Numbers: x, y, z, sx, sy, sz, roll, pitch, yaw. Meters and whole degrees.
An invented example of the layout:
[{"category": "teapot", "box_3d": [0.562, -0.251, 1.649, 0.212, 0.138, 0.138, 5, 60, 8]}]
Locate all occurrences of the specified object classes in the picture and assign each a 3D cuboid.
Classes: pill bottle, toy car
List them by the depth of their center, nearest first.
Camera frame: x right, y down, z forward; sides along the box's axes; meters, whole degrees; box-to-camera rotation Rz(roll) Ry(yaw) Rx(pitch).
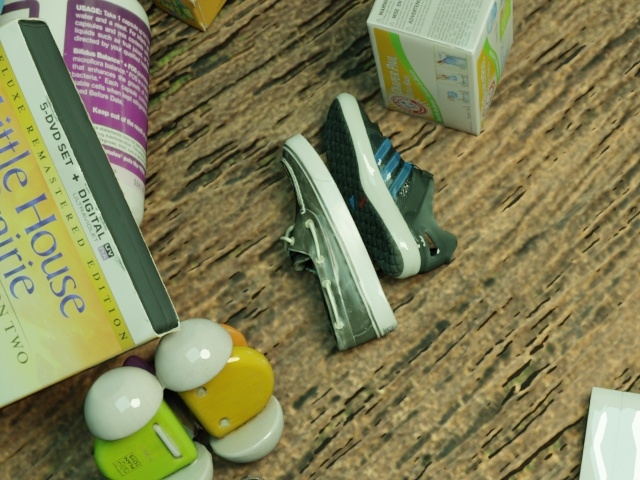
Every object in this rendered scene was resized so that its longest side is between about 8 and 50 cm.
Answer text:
[{"category": "toy car", "box_3d": [-0.135, 0.147, 1.421, 0.182, 0.159, 0.136, -35, 37, -6]}, {"category": "pill bottle", "box_3d": [-0.253, -0.156, 1.512, 0.169, 0.169, 0.301, -1, 71, 6]}]

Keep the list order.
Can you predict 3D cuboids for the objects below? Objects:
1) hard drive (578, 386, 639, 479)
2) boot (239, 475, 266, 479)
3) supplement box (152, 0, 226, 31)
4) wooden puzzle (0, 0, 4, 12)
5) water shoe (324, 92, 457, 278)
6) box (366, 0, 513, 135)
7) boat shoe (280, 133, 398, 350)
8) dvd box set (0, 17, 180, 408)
[{"category": "hard drive", "box_3d": [0.382, 0.255, 1.369, 0.307, 0.040, 0.203, 8, 72, 10]}, {"category": "boot", "box_3d": [-0.078, 0.279, 1.368, 0.037, 0.114, 0.106, 31, 111, -23]}, {"category": "supplement box", "box_3d": [-0.094, -0.339, 1.605, 0.080, 0.078, 0.233, 26, 75, 14]}, {"category": "wooden puzzle", "box_3d": [-0.353, -0.220, 1.499, 0.044, 0.239, 0.221, 13, 114, -26]}, {"category": "water shoe", "box_3d": [0.067, -0.055, 1.506, 0.080, 0.073, 0.203, -10, 67, -26]}, {"category": "box", "box_3d": [0.119, -0.197, 1.466, 0.103, 0.203, 0.114, 18, 76, 13]}, {"category": "boat shoe", "box_3d": [0.000, 0.000, 1.478, 0.070, 0.078, 0.219, -23, 72, -3]}, {"category": "dvd box set", "box_3d": [-0.367, 0.025, 1.399, 0.420, 0.062, 0.308, -24, 89, 20]}]
